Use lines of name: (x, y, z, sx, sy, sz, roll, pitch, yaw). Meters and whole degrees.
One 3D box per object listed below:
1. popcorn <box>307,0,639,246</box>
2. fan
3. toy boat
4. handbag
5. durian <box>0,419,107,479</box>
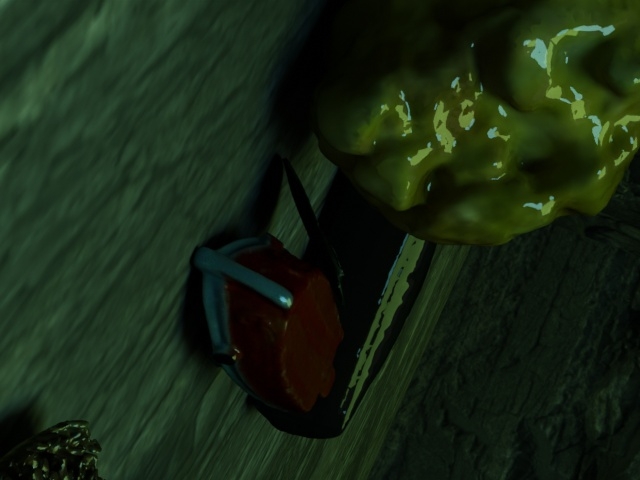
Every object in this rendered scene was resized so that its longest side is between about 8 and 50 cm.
popcorn: (0.098, -0.108, 0.634, 0.253, 0.191, 0.190, -56, 132, -59)
fan: (0.000, 0.000, 0.609, 0.133, 0.005, 0.085, -129, -163, -76)
toy boat: (-0.030, 0.043, 0.617, 0.173, 0.059, 0.069, 68, 43, -67)
handbag: (0.040, 0.030, 0.910, 0.223, 0.080, 0.246, 6, 106, -81)
durian: (-0.094, 0.110, 0.374, 0.140, 0.071, 0.110, 63, 49, -71)
